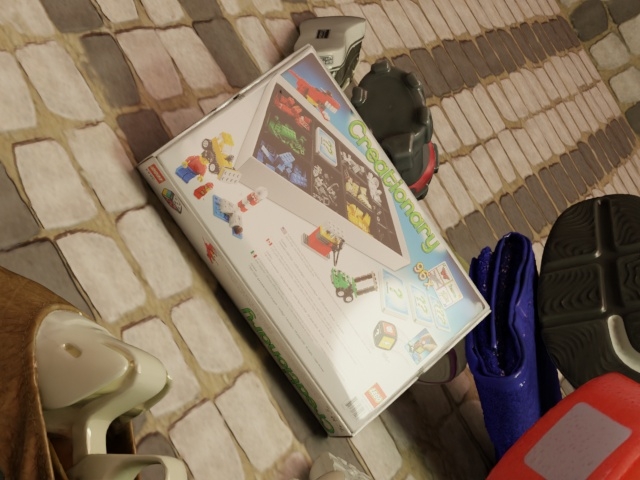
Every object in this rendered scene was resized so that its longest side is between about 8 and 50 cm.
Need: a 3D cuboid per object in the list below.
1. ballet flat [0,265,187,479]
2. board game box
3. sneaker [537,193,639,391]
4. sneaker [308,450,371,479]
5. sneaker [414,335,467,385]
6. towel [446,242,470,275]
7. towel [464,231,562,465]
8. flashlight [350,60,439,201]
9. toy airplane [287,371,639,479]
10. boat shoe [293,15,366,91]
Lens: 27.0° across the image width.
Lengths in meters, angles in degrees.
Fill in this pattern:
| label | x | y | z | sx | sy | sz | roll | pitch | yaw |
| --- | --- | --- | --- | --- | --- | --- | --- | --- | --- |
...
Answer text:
| label | x | y | z | sx | sy | sz | roll | pitch | yaw |
| --- | --- | --- | --- | --- | --- | --- | --- | --- | --- |
| ballet flat | -0.140 | 0.145 | 0.832 | 0.116 | 0.124 | 0.342 | 24 | 42 | -52 |
| board game box | 0.000 | 0.000 | 1.210 | 0.193 | 0.053 | 0.305 | -38 | 99 | -26 |
| sneaker | 0.326 | 0.184 | 1.355 | 0.257 | 0.169 | 0.448 | 71 | 11 | -52 |
| sneaker | 0.035 | 0.269 | 1.077 | 0.090 | 0.095 | 0.235 | 30 | 18 | -39 |
| sneaker | 0.058 | 0.010 | 1.354 | 0.305 | 0.114 | 0.152 | 53 | 27 | -14 |
| towel | 0.167 | 0.070 | 1.593 | 0.110 | 0.027 | 0.148 | 41 | 30 | -36 |
| towel | 0.202 | 0.176 | 1.383 | 0.228 | 0.076 | 0.308 | -74 | 154 | -51 |
| flashlight | 0.075 | -0.110 | 1.398 | 0.103 | 0.103 | 0.304 | 29 | -7 | 10 |
| toy airplane | 0.085 | 0.306 | 0.832 | 0.272 | 0.386 | 0.384 | 15 | 58 | -44 |
| boat shoe | 0.008 | -0.216 | 1.573 | 0.219 | 0.077 | 0.070 | -64 | 154 | -65 |
